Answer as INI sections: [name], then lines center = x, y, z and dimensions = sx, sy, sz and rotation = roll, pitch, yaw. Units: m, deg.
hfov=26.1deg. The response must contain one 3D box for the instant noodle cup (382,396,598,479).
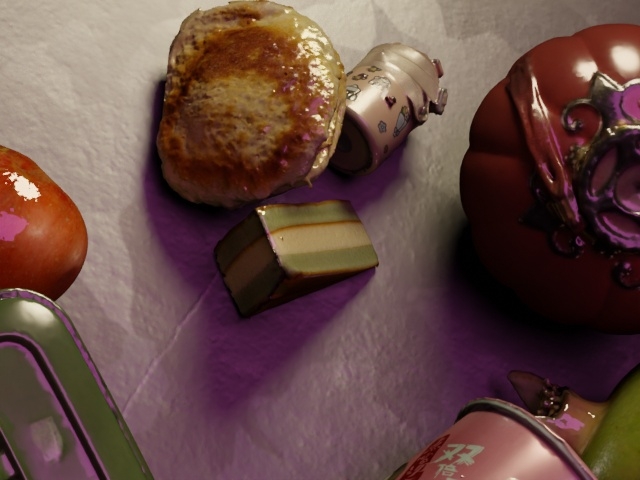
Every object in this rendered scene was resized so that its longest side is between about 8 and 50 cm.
[instant noodle cup]
center = 0.105, 0.287, 1.149
dimensions = 0.231, 0.243, 0.243
rotation = -28, 84, -24

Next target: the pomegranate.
[pomegranate]
center = 0.327, 0.202, 1.259
dimensions = 0.291, 0.291, 0.323
rotation = -36, 80, -31

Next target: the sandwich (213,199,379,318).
[sandwich]
center = 0.000, 0.000, 1.271
dimensions = 0.163, 0.113, 0.079
rotation = -19, 79, -30

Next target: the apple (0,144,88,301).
[apple]
center = -0.276, -0.002, 1.122
dimensions = 0.163, 0.163, 0.139
rotation = 44, 69, -3

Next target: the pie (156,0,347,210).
[pie]
center = -0.067, -0.128, 1.272
dimensions = 0.179, 0.084, 0.205
rotation = 0, 67, 11

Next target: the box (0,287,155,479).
[box]
center = -0.303, 0.213, 1.017
dimensions = 0.329, 0.178, 0.252
rotation = -24, 80, -28

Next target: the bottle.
[bottle]
center = 0.064, -0.139, 1.367
dimensions = 0.099, 0.099, 0.152
rotation = 48, 56, -1

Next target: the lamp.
[lamp]
center = 0.286, -0.058, 1.332
dimensions = 0.303, 0.257, 0.303
rotation = 0, 97, 3
